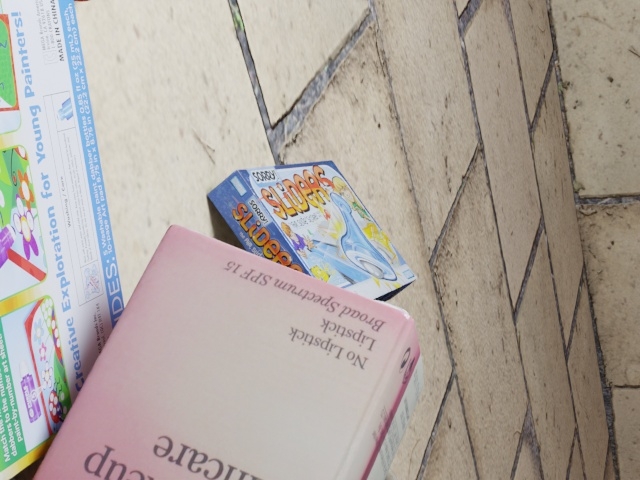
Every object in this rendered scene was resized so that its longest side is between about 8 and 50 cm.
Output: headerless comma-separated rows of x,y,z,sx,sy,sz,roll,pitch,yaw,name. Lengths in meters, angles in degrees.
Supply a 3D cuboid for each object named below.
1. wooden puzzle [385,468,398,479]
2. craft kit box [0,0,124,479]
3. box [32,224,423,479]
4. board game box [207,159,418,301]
-0.010,0.271,0.812,0.322,0.081,0.347,61,36,-42,wooden puzzle
-0.186,-0.001,0.548,0.246,0.061,0.249,-35,120,-68,craft kit box
-0.057,0.134,0.616,0.127,0.149,0.232,75,38,-65,box
0.000,0.000,0.949,0.136,0.035,0.201,54,21,7,board game box
